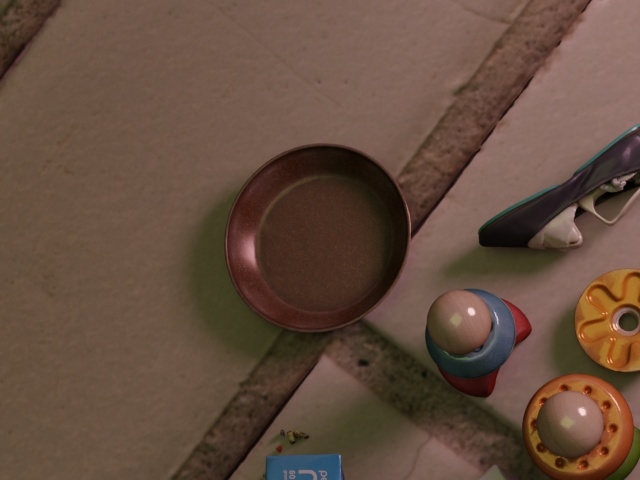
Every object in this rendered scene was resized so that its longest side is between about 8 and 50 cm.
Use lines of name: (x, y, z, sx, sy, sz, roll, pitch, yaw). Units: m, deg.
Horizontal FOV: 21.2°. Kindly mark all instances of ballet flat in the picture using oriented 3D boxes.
ballet flat: (0.252, -0.035, 1.668, 0.203, 0.074, 0.074, -33, 70, 5)

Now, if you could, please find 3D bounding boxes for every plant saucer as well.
plant saucer: (0.000, 0.000, 1.753, 0.198, 0.036, 0.198, -4, 75, 16)

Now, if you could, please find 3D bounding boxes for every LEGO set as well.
LEGO set: (-0.035, 0.229, 1.713, 0.054, 0.023, 0.083, -12, 73, 14)

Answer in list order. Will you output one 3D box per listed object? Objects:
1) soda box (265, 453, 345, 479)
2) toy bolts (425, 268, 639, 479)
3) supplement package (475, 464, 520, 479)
soda box: (-0.014, 0.302, 1.539, 0.071, 0.067, 0.210, -1, 65, 4)
toy bolts: (0.210, 0.096, 1.598, 0.228, 0.158, 0.218, 26, 85, 21)
supplement package: (0.134, 0.308, 1.598, 0.179, 0.105, 0.105, -38, 68, 6)
